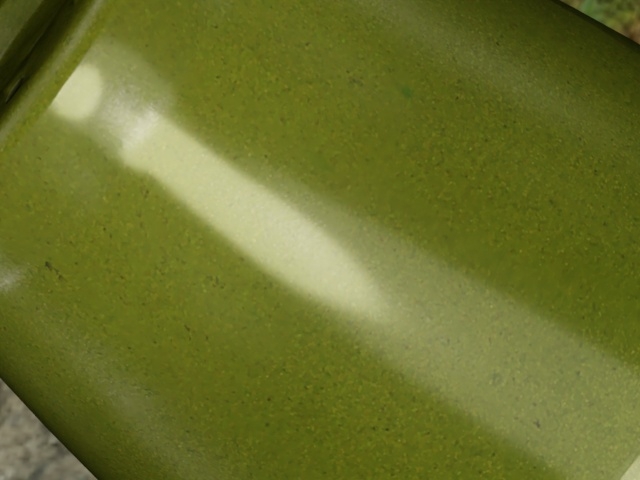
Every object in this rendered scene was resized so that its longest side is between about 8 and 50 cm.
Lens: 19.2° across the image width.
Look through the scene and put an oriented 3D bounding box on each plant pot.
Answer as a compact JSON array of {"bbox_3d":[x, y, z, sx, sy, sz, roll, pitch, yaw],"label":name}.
[{"bbox_3d":[0.000,0.000,0.877,0.353,0.366,0.366,36,86,-21],"label":"plant pot"}]
